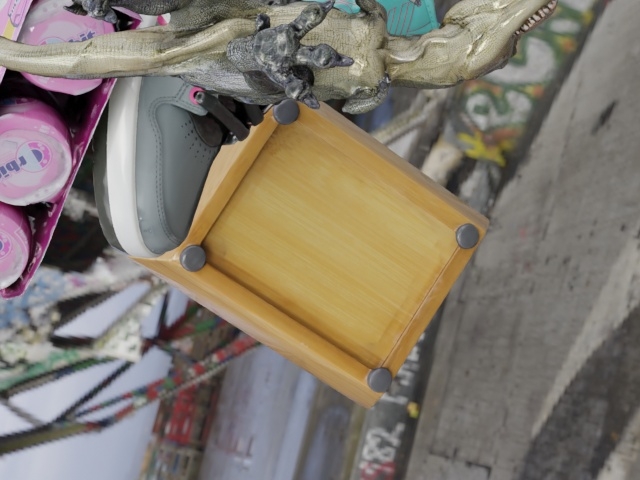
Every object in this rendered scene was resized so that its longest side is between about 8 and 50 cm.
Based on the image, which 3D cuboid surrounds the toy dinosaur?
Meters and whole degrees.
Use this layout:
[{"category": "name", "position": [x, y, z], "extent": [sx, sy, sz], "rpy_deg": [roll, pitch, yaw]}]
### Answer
[{"category": "toy dinosaur", "position": [-0.040, -0.079, 0.407], "extent": [0.118, 0.268, 0.064], "rpy_deg": [-39, -48, -86]}]

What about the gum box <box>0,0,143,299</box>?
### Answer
[{"category": "gum box", "position": [-0.179, -0.069, 0.612], "extent": [0.188, 0.062, 0.107], "rpy_deg": [-63, 36, 17]}]

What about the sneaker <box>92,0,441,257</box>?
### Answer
[{"category": "sneaker", "position": [-0.019, -0.121, 0.642], "extent": [0.124, 0.178, 0.295], "rpy_deg": [25, -103, -75]}]

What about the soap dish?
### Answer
[{"category": "soap dish", "position": [0.000, 0.000, 1.017], "extent": [0.229, 0.291, 0.118], "rpy_deg": [-57, 15, -2]}]
